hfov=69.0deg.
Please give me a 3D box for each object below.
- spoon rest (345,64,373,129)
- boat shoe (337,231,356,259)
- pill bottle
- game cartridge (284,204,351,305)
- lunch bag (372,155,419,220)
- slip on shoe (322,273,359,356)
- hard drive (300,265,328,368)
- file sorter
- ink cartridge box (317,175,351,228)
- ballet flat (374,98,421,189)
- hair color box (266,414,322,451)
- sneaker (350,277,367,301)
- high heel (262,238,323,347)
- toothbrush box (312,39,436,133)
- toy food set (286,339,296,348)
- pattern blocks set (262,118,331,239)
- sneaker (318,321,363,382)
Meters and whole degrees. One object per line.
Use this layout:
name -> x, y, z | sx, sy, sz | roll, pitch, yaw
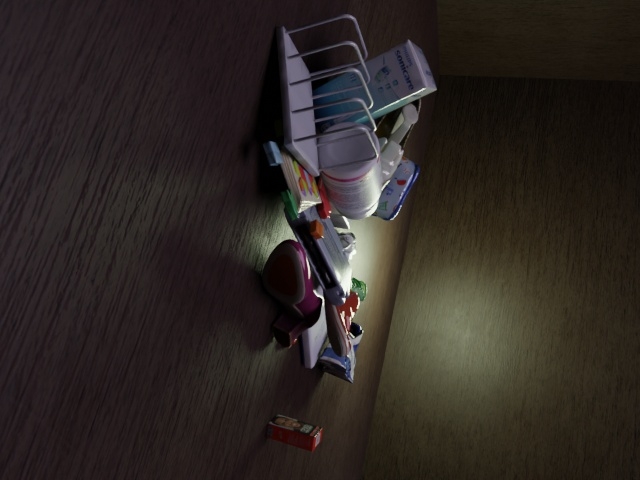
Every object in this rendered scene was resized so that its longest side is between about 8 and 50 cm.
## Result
spoon rest -> 0.096, -0.412, 1.421 | 0.084, 0.137, 0.276 | 58, 31, -80
boat shoe -> 0.073, 0.014, 1.605 | 0.258, 0.095, 0.084 | -34, 127, -79
pill bottle -> 0.084, -0.173, 1.252 | 0.283, 0.160, 0.160 | 68, 35, -65
game cartridge -> 0.000, 0.000, 1.211 | 0.198, 0.062, 0.297 | -83, 149, -66
lunch bag -> 0.229, -0.193, 1.696 | 0.243, 0.115, 0.303 | -65, -167, 5
slip on shoe -> 0.060, 0.178, 1.291 | 0.331, 0.101, 0.123 | -94, -179, -56
hard drive -> -0.015, 0.221, 1.492 | 0.210, 0.040, 0.319 | -57, 150, -51
file sorter -> 0.022, -0.316, 1.035 | 0.193, 0.173, 0.278 | 34, 49, -69
ink cartridge box -> 0.075, -0.218, 1.524 | 0.261, 0.066, 0.296 | 53, 49, -67
ballet flat -> 0.212, -0.318, 1.492 | 0.164, 0.182, 0.483 | 39, 58, -19
hair color box -> -0.073, 0.537, 1.303 | 0.072, 0.141, 0.043 | -3, 101, -72
sneaker -> 0.097, 0.157, 1.610 | 0.295, 0.123, 0.109 | 74, 8, -74
high heel -> -0.050, 0.101, 1.182 | 0.181, 0.127, 0.377 | -47, 158, -39
toothbrush box -> 0.140, -0.394, 1.239 | 0.126, 0.295, 0.216 | 67, 25, -7
toy food set -> -0.083, 0.269, 1.343 | 0.083, 0.020, 0.082 | 35, 65, -69
pattern blocks set -> -0.043, -0.143, 1.078 | 0.325, 0.026, 0.285 | -61, 132, -69
sneaker -> 0.089, 0.390, 1.666 | 0.315, 0.127, 0.182 | 81, 33, -63
